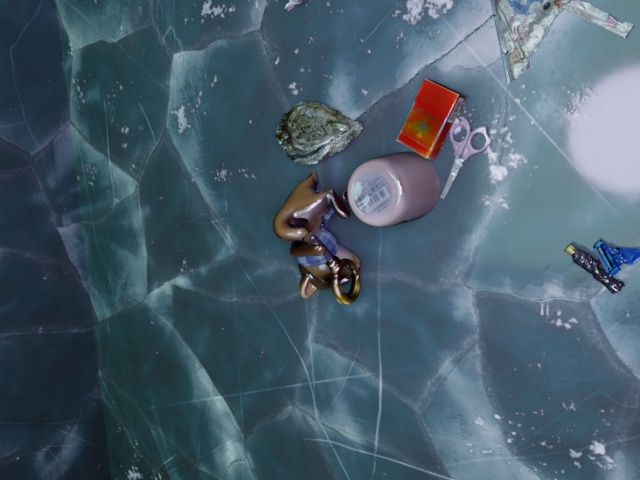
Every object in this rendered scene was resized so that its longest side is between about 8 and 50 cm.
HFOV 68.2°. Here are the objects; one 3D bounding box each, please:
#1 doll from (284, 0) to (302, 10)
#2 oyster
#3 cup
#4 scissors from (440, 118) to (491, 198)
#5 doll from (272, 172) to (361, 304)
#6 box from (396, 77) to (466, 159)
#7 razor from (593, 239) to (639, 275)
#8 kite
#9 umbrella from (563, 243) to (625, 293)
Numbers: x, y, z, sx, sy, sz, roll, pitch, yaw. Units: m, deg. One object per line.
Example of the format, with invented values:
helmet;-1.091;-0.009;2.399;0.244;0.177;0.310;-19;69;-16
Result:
doll;-0.061;-0.720;1.362;0.084;0.073;0.127;21;114;-4
oyster;-0.016;-0.313;1.413;0.268;0.112;0.198;33;97;34
cup;0.161;-0.132;1.259;0.253;0.200;0.191;0;101;36
scissors;0.354;-0.202;1.217;0.110;0.021;0.212;33;118;28
doll;0.004;-0.001;1.370;0.209;0.317;0.339;-8;125;13
box;0.282;-0.311;1.217;0.112;0.048;0.175;40;120;30
razor;0.737;-0.033;0.969;0.056;0.093;0.324;35;124;-23
kite;0.506;-0.541;1.031;0.368;0.014;0.406;41;121;21
umbrella;0.622;0.063;1.077;0.144;0.037;0.040;44;136;15
